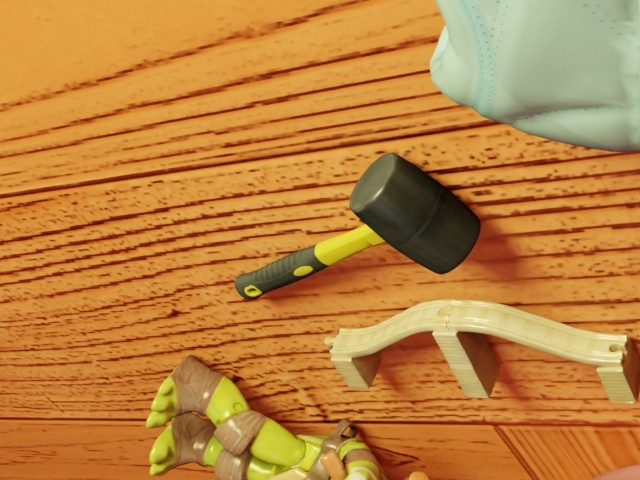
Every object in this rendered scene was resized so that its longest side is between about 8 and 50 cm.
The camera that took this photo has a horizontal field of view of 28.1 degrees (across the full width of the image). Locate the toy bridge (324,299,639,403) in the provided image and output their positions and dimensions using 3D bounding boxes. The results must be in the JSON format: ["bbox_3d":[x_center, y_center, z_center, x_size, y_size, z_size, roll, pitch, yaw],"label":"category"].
[{"bbox_3d":[0.082,0.060,0.722,0.188,0.026,0.063,-1,137,33],"label":"toy bridge"}]

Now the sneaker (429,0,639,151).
[{"bbox_3d":[0.054,-0.149,0.350,0.150,0.135,0.366,6,142,20],"label":"sneaker"}]

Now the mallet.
[{"bbox_3d":[0.000,0.000,0.684,0.062,0.039,0.189,41,147,-26],"label":"mallet"}]

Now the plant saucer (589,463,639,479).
[{"bbox_3d":[0.268,0.238,0.803,0.332,0.084,0.332,16,145,11],"label":"plant saucer"}]

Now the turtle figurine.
[{"bbox_3d":[-0.007,0.154,0.852,0.217,0.087,0.269,25,156,12],"label":"turtle figurine"}]
